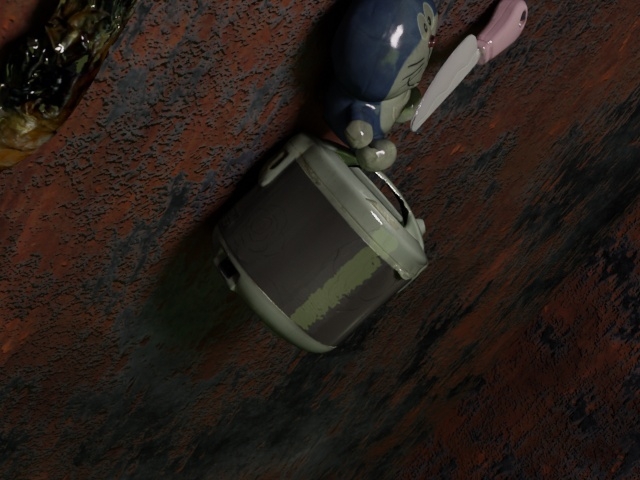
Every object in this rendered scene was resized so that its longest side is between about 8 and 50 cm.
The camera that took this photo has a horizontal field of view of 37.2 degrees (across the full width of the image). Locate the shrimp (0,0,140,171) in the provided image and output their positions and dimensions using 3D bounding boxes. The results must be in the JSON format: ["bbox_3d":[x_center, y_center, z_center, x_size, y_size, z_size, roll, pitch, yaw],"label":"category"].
[{"bbox_3d":[-0.346,-0.195,1.023,0.365,0.071,0.233,-46,145,23],"label":"shrimp"}]

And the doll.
[{"bbox_3d":[0.089,-0.244,1.340,0.228,0.154,0.258,-58,175,-40],"label":"doll"}]

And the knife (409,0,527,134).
[{"bbox_3d":[0.226,-0.273,1.424,0.336,0.043,0.081,-48,148,-36],"label":"knife"}]

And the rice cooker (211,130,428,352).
[{"bbox_3d":[0.002,-0.002,1.463,0.277,0.288,0.288,-44,150,8],"label":"rice cooker"}]
